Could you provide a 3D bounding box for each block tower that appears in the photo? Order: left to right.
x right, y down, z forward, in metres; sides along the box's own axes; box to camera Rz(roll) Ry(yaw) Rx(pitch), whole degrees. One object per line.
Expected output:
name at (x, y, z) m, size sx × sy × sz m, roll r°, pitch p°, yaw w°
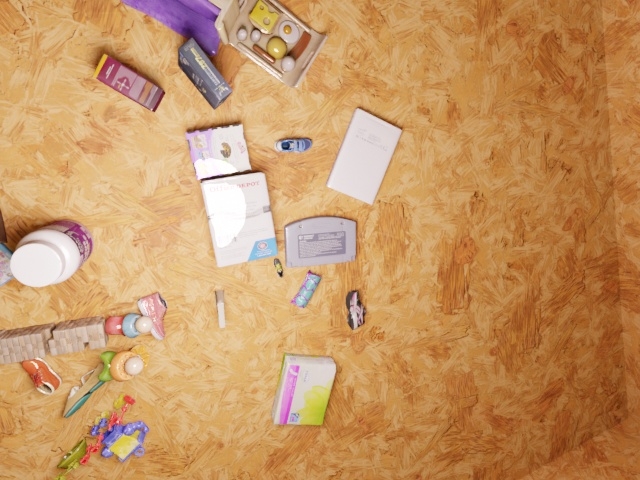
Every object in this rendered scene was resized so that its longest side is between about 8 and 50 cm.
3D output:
block tower at (-0.924, 0.341, 1.402) m, size 0.335 × 0.091 × 0.097 m, roll -5°, pitch 103°, yaw -15°

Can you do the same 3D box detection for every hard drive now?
hard drive at (0.172, -0.328, 1.612) m, size 0.210 × 0.040 × 0.319 m, roll 20°, pitch 96°, yaw -20°

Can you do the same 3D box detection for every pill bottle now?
pill bottle at (-0.822, 0.039, 1.251) m, size 0.169 × 0.301 × 0.169 m, roll -4°, pitch 104°, yaw -16°

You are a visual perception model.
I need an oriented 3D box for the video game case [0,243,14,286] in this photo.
video game case at (-1.085, 0.095, 1.337) m, size 0.166 × 0.015 × 0.119 m, roll -38°, pitch 110°, yaw -6°

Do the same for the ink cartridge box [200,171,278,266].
ink cartridge box at (-0.295, -0.084, 1.477) m, size 0.223 × 0.129 × 0.308 m, roll -11°, pitch 105°, yaw -14°

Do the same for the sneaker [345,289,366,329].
sneaker at (0.157, 0.291, 1.743) m, size 0.077 × 0.072 × 0.178 m, roll -12°, pitch 114°, yaw -26°

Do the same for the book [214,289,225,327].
book at (-0.374, 0.255, 1.521) m, size 0.035 × 0.144 × 0.096 m, roll -5°, pitch 103°, yaw -16°

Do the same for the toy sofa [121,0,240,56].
toy sofa at (-0.443, -0.744, 1.239) m, size 0.362 × 0.150 × 0.177 m, roll 30°, pitch 93°, yaw -10°

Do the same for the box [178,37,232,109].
box at (-0.373, -0.522, 1.298) m, size 0.059 × 0.232 × 0.183 m, roll -42°, pitch 111°, yaw -7°

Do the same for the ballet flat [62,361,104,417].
ballet flat at (-0.863, 0.543, 1.487) m, size 0.232 × 0.080 × 0.073 m, roll -44°, pitch 83°, yaw -6°

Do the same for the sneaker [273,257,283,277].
sneaker at (-0.163, 0.110, 1.611) m, size 0.031 × 0.035 × 0.083 m, roll -22°, pitch 108°, yaw -12°

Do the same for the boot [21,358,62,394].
boot at (-0.983, 0.472, 1.418) m, size 0.059 × 0.084 × 0.158 m, roll -40°, pitch 109°, yaw -3°

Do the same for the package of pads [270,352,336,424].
package of pads at (-0.068, 0.636, 1.725) m, size 0.229 × 0.101 × 0.297 m, roll 9°, pitch 100°, yaw -18°

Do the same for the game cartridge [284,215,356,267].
game cartridge at (0.000, 0.000, 1.628) m, size 0.294 × 0.060 × 0.196 m, roll -5°, pitch 107°, yaw -16°

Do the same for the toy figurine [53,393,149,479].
toy figurine at (-0.767, 0.780, 1.506) m, size 0.362 × 0.191 × 0.217 m, roll -45°, pitch 116°, yaw -2°

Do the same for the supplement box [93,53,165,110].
supplement box at (-0.608, -0.498, 1.300) m, size 0.188 × 0.104 × 0.081 m, roll 29°, pitch 93°, yaw -21°

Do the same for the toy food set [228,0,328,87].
toy food set at (-0.154, -0.709, 1.398) m, size 0.306 × 0.092 × 0.220 m, roll 31°, pitch 92°, yaw -21°

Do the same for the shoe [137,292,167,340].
shoe at (-0.599, 0.281, 1.501) m, size 0.081 × 0.063 × 0.178 m, roll -23°, pitch 104°, yaw -6°

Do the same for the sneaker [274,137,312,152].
sneaker at (-0.097, -0.354, 1.514) m, size 0.144 × 0.059 × 0.053 m, roll -10°, pitch 103°, yaw -16°

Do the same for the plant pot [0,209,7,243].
plant pot at (-1.071, -0.106, 1.210) m, size 0.215 × 0.215 × 0.231 m, roll -1°, pitch 89°, yaw -17°

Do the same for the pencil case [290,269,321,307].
pencil case at (-0.058, 0.200, 1.649) m, size 0.070 × 0.064 × 0.152 m, roll 26°, pitch 93°, yaw -36°

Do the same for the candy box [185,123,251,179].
candy box at (-0.359, -0.314, 1.436) m, size 0.196 × 0.070 × 0.165 m, roll -13°, pitch 105°, yaw -13°

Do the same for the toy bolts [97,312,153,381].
toy bolts at (-0.646, 0.372, 1.434) m, size 0.158 × 0.218 × 0.229 m, roll -8°, pitch 76°, yaw 22°
